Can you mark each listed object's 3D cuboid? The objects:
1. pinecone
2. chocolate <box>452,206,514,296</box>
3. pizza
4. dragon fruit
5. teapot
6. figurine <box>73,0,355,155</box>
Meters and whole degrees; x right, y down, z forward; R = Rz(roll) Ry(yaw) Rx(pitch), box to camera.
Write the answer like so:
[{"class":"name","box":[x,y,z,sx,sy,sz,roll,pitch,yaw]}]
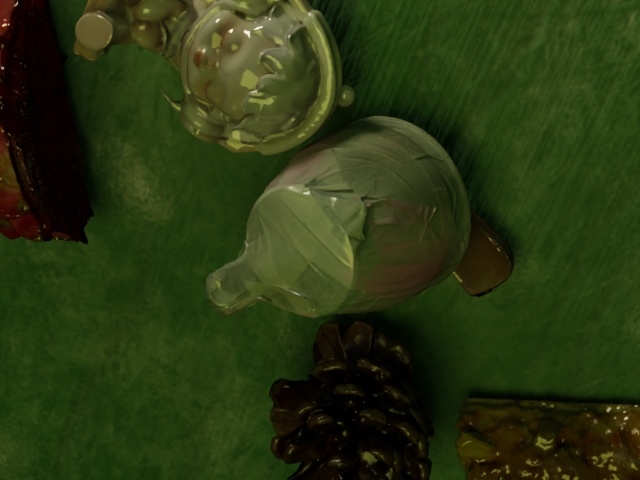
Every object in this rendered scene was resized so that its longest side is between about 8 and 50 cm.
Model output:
[{"class":"pinecone","box":[0.030,0.179,1.837,0.150,0.195,0.179,-12,126,2]},{"class":"chocolate","box":[0.131,-0.001,1.791,0.100,0.031,0.064,47,127,-6]},{"class":"pizza","box":[0.261,0.272,1.869,0.268,0.087,0.258,-1,119,16]},{"class":"dragon fruit","box":[-0.296,-0.104,1.808,0.189,0.163,0.261,5,115,42]},{"class":"teapot","box":[0.000,-0.014,1.736,0.222,0.178,0.163,4,109,37]},{"class":"figurine","box":[-0.084,-0.163,1.711,0.237,0.141,0.162,31,117,1]}]
